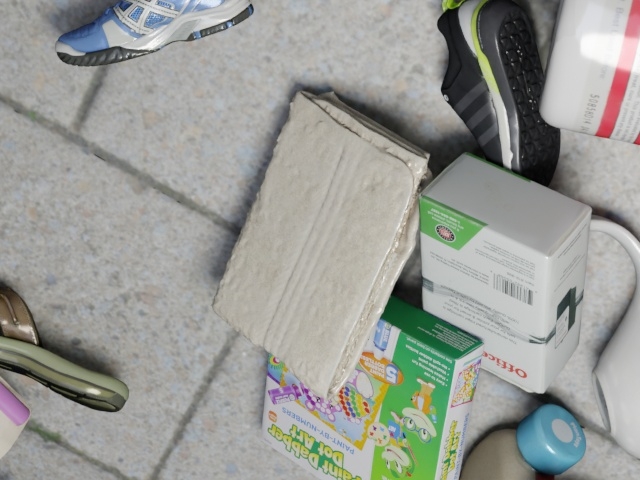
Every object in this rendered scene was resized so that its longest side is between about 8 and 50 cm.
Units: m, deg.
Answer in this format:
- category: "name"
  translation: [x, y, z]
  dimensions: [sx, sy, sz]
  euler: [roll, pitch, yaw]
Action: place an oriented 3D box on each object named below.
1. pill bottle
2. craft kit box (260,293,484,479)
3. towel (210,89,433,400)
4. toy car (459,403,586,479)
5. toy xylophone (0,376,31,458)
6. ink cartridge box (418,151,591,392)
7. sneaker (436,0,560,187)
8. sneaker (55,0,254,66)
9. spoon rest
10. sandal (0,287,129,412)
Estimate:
- category: "pill bottle"
  translation: [0.413, -0.173, 1.213]
  dimensions: [0.407, 0.229, 0.229]
  euler: [13, 119, 7]
- category: "craft kit box"
  translation: [0.048, 0.169, 1.507]
  dimensions: [0.250, 0.061, 0.247]
  euler: [27, 128, 33]
- category: "towel"
  translation: [0.000, 0.000, 1.433]
  dimensions: [0.187, 0.049, 0.282]
  euler: [35, 111, 31]
- category: "toy car"
  translation: [0.267, 0.340, 1.539]
  dimensions: [0.238, 0.210, 0.219]
  euler: [28, 131, -17]
- category: "toy xylophone"
  translation: [-0.500, 0.244, 1.694]
  dimensions: [0.322, 0.081, 0.236]
  euler: [-5, 137, 21]
- category: "ink cartridge box"
  translation: [0.184, 0.036, 1.394]
  dimensions: [0.153, 0.087, 0.208]
  euler: [27, 143, 28]
- category: "sneaker"
  translation: [0.173, -0.142, 1.387]
  dimensions: [0.097, 0.084, 0.235]
  euler: [10, 124, 41]
- category: "sneaker"
  translation: [-0.176, -0.235, 1.411]
  dimensions: [0.211, 0.080, 0.081]
  euler: [-17, 106, 10]
- category: "spoon rest"
  translation: [0.319, 0.100, 1.445]
  dimensions: [0.084, 0.137, 0.276]
  euler: [-15, 100, 2]
- category: "sandal"
  translation: [-0.357, 0.108, 1.619]
  dimensions: [0.302, 0.120, 0.086]
  euler: [26, 76, -4]
